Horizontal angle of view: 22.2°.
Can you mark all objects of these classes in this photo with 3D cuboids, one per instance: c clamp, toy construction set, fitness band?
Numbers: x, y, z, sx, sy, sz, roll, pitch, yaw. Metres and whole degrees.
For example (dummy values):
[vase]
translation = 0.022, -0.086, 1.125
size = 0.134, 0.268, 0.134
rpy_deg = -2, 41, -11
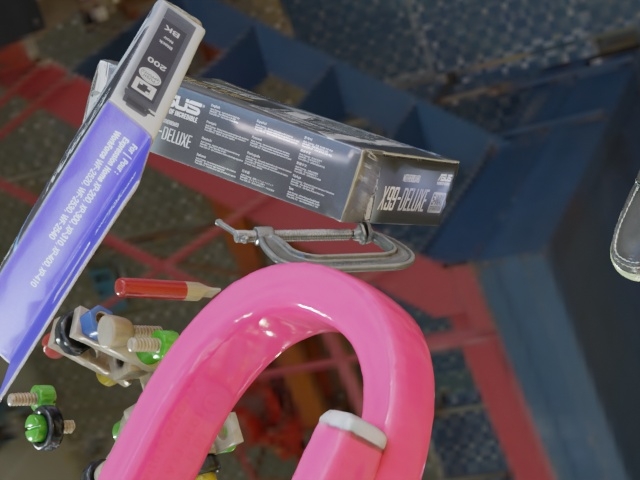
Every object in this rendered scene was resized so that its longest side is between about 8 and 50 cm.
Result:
[c clamp]
translation = 0.000, 0.000, 1.477
size = 0.137, 0.161, 0.022
rpy_deg = -135, 49, -63
[toy construction set]
translation = -0.198, 0.179, 2.030
size = 0.237, 0.308, 0.257
rpy_deg = 4, -141, -38
[fitness band]
translation = -0.053, 0.143, 0.770
size = 0.054, 0.209, 0.290
rpy_deg = 33, -101, -29

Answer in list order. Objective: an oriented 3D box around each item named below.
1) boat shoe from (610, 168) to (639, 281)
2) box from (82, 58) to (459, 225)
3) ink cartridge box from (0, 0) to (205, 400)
[boat shoe]
translation = 0.321, -0.070, 1.452
size = 0.223, 0.080, 0.073
rpy_deg = -55, -36, -3
[box]
translation = -0.047, -0.096, 1.649
size = 0.242, 0.307, 0.076
rpy_deg = 2, -73, -63
[ink cartridge box]
translation = -0.154, -0.027, 1.047
size = 0.045, 0.206, 0.208
rpy_deg = 30, -149, -11
